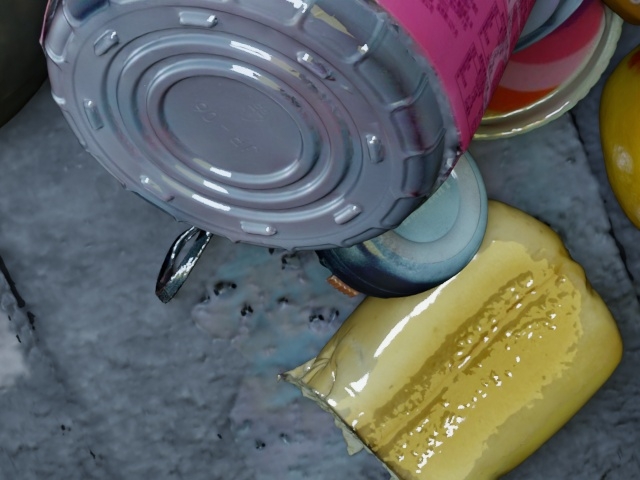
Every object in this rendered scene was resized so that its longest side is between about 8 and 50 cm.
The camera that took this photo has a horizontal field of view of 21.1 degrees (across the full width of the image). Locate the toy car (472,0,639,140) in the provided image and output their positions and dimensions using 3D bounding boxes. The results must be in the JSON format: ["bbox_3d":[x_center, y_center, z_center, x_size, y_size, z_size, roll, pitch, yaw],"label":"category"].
[{"bbox_3d":[0.093,-0.161,0.924,0.235,0.145,0.235,-1,115,-2],"label":"toy car"}]

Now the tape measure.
[{"bbox_3d":[0.002,-0.002,0.943,0.180,0.104,0.107,-32,100,42],"label":"tape measure"}]

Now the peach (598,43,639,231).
[{"bbox_3d":[0.221,-0.055,0.958,0.138,0.138,0.138,-2,101,-11],"label":"peach"}]

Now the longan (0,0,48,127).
[{"bbox_3d":[-0.194,-0.132,0.841,0.167,0.167,0.187,19,90,-15],"label":"longan"}]

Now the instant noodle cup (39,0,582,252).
[{"bbox_3d":[-0.013,-0.113,0.773,0.258,0.302,0.181,27,55,-6],"label":"instant noodle cup"}]

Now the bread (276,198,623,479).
[{"bbox_3d":[0.079,0.067,0.980,0.173,0.085,0.134,-43,98,0],"label":"bread"}]
